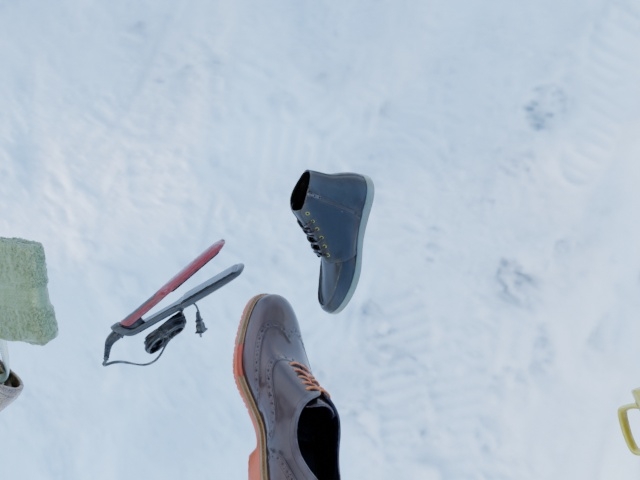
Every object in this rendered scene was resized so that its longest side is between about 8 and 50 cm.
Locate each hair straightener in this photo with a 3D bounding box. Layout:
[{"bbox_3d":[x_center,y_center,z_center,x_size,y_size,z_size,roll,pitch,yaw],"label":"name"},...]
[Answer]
[{"bbox_3d":[-0.188,0.100,1.642,0.230,0.047,0.089,-39,102,6],"label":"hair straightener"}]

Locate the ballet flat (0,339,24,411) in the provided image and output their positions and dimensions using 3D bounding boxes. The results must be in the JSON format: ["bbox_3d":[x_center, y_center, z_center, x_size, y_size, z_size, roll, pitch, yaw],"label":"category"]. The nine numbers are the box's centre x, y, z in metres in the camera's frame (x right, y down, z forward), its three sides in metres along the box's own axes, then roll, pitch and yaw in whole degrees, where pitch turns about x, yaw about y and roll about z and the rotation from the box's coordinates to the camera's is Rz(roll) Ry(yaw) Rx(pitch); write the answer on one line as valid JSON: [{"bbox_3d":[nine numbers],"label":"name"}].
[{"bbox_3d":[-0.467,0.084,1.582,0.106,0.107,0.316,-23,116,3],"label":"ballet flat"}]

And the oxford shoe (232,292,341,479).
[{"bbox_3d":[-0.022,0.163,1.307,0.097,0.098,0.271,18,48,-38],"label":"oxford shoe"}]

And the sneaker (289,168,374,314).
[{"bbox_3d":[0.000,0.000,1.930,0.118,0.083,0.222,7,96,-29],"label":"sneaker"}]

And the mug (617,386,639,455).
[{"bbox_3d":[0.258,0.129,0.903,0.062,0.078,0.064,-14,82,-14],"label":"mug"}]

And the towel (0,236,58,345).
[{"bbox_3d":[-0.317,0.046,1.250,0.027,0.148,0.110,-20,107,-49],"label":"towel"}]
